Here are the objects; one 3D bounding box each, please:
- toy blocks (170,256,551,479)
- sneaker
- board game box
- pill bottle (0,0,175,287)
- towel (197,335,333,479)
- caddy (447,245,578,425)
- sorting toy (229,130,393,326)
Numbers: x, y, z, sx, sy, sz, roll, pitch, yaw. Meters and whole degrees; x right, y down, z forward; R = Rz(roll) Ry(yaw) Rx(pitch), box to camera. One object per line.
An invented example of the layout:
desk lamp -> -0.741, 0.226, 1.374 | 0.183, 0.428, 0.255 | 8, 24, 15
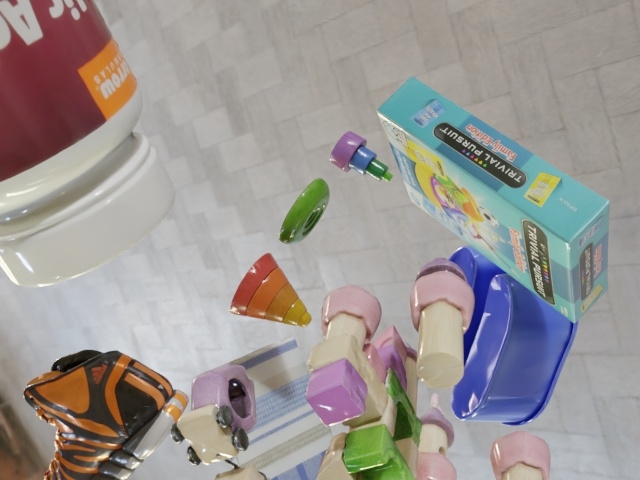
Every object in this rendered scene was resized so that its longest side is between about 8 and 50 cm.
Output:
toy blocks -> 0.062, 0.178, 0.874 | 0.309, 0.260, 0.288 | -21, 113, 19
sneaker -> -0.331, 0.262, 1.060 | 0.180, 0.124, 0.321 | 39, 106, -7
board game box -> 0.245, -0.055, 1.119 | 0.336, 0.079, 0.254 | 41, 171, 32
pill bottle -> -0.302, -0.165, 0.713 | 0.224, 0.224, 0.392 | 9, 133, 46
towel -> -0.088, 0.336, 1.435 | 0.034, 0.209, 0.285 | -16, 95, 62
caddy -> 0.320, 0.163, 1.385 | 0.241, 0.179, 0.341 | 48, 129, 55
sorting toy -> 0.000, 0.000, 1.313 | 0.126, 0.127, 0.365 | 34, 88, 11
